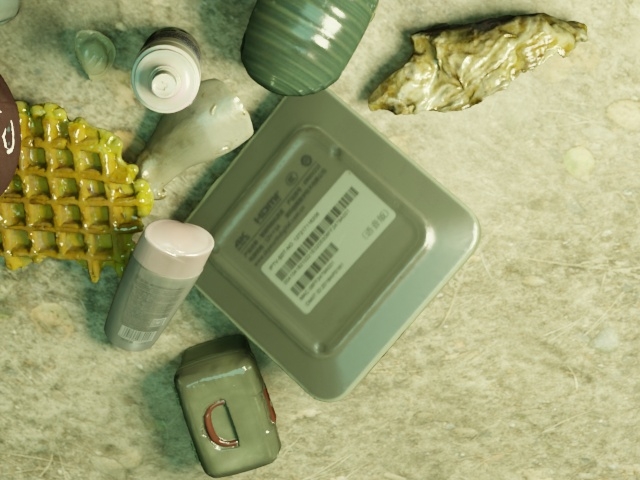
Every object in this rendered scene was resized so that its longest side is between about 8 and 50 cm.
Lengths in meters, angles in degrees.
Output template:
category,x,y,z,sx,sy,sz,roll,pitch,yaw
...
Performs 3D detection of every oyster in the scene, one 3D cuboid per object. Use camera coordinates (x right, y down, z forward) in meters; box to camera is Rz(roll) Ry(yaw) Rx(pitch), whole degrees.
category,x,y,z,sx,sy,sz,roll,pitch,yaw
oyster,0.233,-0.278,1.354,0.341,0.166,0.110,-9,119,14

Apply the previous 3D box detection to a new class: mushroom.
category,x,y,z,sx,sy,sz,roll,pitch,yaw
mushroom,-0.209,-0.152,1.356,0.225,0.093,0.116,-33,98,9

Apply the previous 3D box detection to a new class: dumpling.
category,x,y,z,sx,sy,sz,roll,pitch,yaw
dumpling,-0.332,-0.277,1.330,0.059,0.043,0.077,-26,107,-22

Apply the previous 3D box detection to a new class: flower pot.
category,x,y,z,sx,sy,sz,roll,pitch,yaw
flower pot,-0.013,-0.319,1.272,0.157,0.189,0.243,27,93,-7

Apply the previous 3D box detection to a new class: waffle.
category,x,y,z,sx,sy,sz,roll,pitch,yaw
waffle,-0.406,-0.061,1.355,0.300,0.058,0.282,24,112,-1

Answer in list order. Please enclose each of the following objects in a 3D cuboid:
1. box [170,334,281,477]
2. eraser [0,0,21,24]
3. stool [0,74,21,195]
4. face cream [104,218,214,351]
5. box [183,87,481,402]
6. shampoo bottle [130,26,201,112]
category,x,y,z,sx,sy,sz,roll,pitch,yaw
box,-0.154,0.272,1.482,0.148,0.129,0.210,-15,110,-2
eraser,-0.519,-0.314,1.164,0.189,0.290,0.104,4,108,-5
stool,-0.573,-0.147,1.236,0.272,0.178,0.272,3,103,12
face cream,-0.252,0.073,1.367,0.107,0.073,0.269,8,141,-25
box,0.000,0.000,1.355,0.373,0.090,0.367,41,99,11
shampoo bottle,-0.206,-0.232,1.220,0.092,0.303,0.092,-2,109,-7
